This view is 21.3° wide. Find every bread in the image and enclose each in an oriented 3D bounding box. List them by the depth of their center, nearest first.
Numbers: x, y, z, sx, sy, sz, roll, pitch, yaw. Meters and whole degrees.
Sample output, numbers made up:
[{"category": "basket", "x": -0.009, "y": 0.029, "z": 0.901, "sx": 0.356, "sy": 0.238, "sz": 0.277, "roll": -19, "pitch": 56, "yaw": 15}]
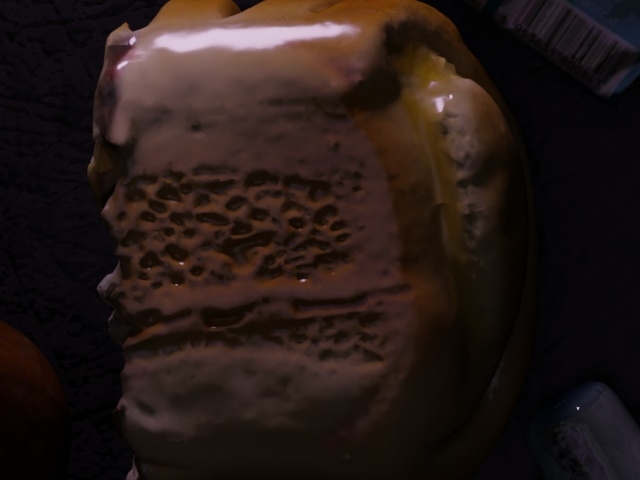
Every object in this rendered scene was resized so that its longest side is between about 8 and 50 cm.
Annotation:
[{"category": "bread", "x": 0.000, "y": 0.000, "z": 1.045, "sx": 0.270, "sy": 0.211, "sz": 0.315, "roll": -4, "pitch": 98, "yaw": 3}]

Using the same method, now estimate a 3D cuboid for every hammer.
[{"category": "hammer", "x": 0.131, "y": 0.181, "z": 1.094, "sx": 0.194, "sy": 0.069, "sz": 0.116, "roll": -35, "pitch": 85, "yaw": 18}]

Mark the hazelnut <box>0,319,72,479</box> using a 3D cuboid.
[{"category": "hazelnut", "x": -0.273, "y": 0.140, "z": 1.083, "sx": 0.234, "sy": 0.218, "sz": 0.218, "roll": -21, "pitch": 87, "yaw": -4}]

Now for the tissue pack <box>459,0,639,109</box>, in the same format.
[{"category": "tissue pack", "x": 0.130, "y": -0.232, "z": 1.039, "sx": 0.271, "sy": 0.134, "sz": 0.192, "roll": 38, "pitch": 104, "yaw": 7}]
